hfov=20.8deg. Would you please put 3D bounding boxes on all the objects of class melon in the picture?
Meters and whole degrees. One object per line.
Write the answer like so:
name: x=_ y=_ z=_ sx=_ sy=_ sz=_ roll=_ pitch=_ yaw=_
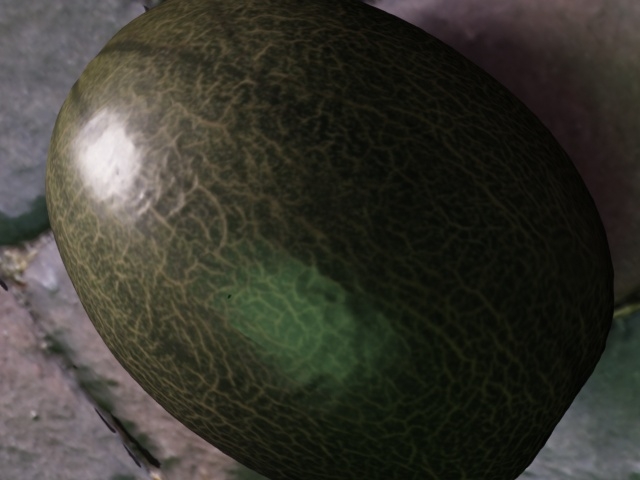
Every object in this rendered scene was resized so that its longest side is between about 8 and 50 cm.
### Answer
melon: x=0.000 y=0.000 z=0.887 sx=0.301 sy=0.237 sz=0.237 roll=36 pitch=126 yaw=6
